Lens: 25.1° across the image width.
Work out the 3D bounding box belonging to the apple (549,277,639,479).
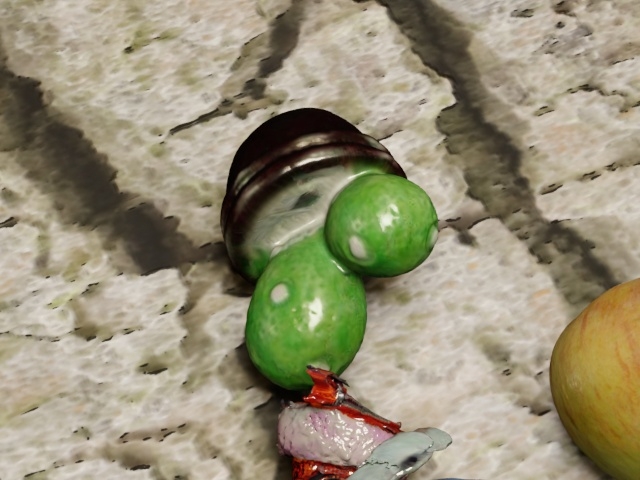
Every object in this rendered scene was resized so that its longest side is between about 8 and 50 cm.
[{"bbox_3d":[0.330,0.112,1.231,0.260,0.261,0.194,-24,79,-13],"label":"apple"}]

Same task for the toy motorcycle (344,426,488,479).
[{"bbox_3d":[0.072,0.300,1.125,0.182,0.241,0.319,33,59,29],"label":"toy motorcycle"}]

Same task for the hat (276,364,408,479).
[{"bbox_3d":[0.000,0.236,1.229,0.128,0.140,0.227,15,77,16],"label":"hat"}]

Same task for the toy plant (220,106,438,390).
[{"bbox_3d":[0.000,0.000,1.301,0.218,0.175,0.235,-47,43,21],"label":"toy plant"}]

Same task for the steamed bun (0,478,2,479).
[{"bbox_3d":[-0.369,0.299,1.117,0.311,0.233,0.334,-3,74,-6],"label":"steamed bun"}]
